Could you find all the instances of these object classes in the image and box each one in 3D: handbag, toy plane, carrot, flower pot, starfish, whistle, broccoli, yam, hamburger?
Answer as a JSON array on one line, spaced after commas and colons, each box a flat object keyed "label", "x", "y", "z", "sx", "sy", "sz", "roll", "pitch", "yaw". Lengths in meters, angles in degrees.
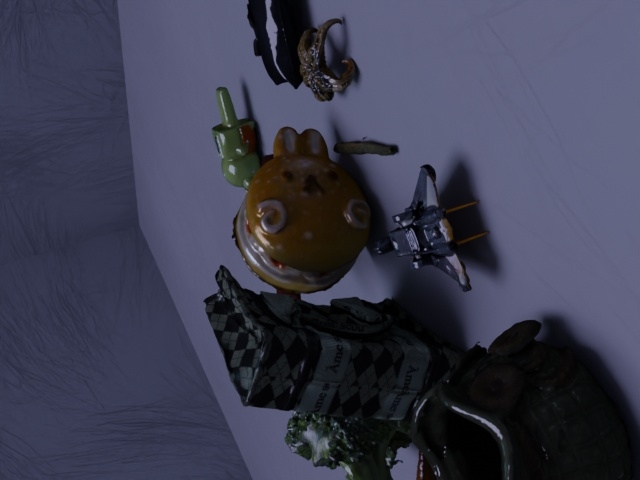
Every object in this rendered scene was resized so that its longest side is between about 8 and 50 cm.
[{"label": "handbag", "x": -0.098, "y": -0.438, "z": 1.652, "sx": 0.211, "sy": 0.088, "sz": 0.254, "roll": -137, "pitch": 33, "yaw": -71}, {"label": "toy plane", "x": 0.154, "y": -0.007, "z": 1.360, "sx": 0.316, "sy": 0.103, "sz": 0.204, "roll": -18, "pitch": 91, "yaw": 69}, {"label": "handbag", "x": 0.013, "y": 0.174, "z": 1.444, "sx": 0.317, "sy": 0.416, "sz": 0.180, "roll": 43, "pitch": 117, "yaw": 55}, {"label": "carrot", "x": 0.227, "y": 0.569, "z": 1.730, "sx": 0.069, "sy": 0.069, "sz": 0.336, "roll": 38, "pitch": 134, "yaw": 56}, {"label": "flower pot", "x": 0.272, "y": 0.274, "z": 1.139, "sx": 0.302, "sy": 0.213, "sz": 0.302, "roll": 51, "pitch": 152, "yaw": 42}, {"label": "starfish", "x": -0.001, "y": -0.337, "z": 1.536, "sx": 0.146, "sy": 0.074, "sz": 0.190, "roll": 66, "pitch": 161, "yaw": -2}, {"label": "whistle", "x": -0.218, "y": -0.255, "z": 2.096, "sx": 0.131, "sy": 0.106, "sz": 0.289, "roll": -146, "pitch": 41, "yaw": -62}, {"label": "broccoli", "x": 0.100, "y": 0.387, "z": 1.606, "sx": 0.302, "sy": 0.249, "sz": 0.375, "roll": 42, "pitch": 174, "yaw": 17}, {"label": "yam", "x": 0.080, "y": -0.175, "z": 1.525, "sx": 0.027, "sy": 0.029, "sz": 0.234, "roll": 50, "pitch": 166, "yaw": -21}, {"label": "hamburger", "x": -0.030, "y": -0.064, "z": 1.598, "sx": 0.186, "sy": 0.260, "sz": 0.303, "roll": 117, "pitch": 159, "yaw": -56}]

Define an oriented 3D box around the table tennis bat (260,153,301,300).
[{"label": "table tennis bat", "x": -0.079, "y": -0.019, "z": 1.795, "sx": 0.415, "sy": 0.051, "sz": 0.268, "roll": -96, "pitch": -12, "yaw": -45}]
